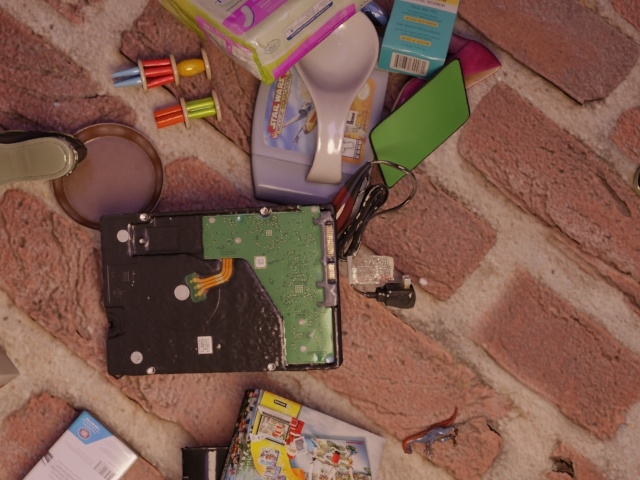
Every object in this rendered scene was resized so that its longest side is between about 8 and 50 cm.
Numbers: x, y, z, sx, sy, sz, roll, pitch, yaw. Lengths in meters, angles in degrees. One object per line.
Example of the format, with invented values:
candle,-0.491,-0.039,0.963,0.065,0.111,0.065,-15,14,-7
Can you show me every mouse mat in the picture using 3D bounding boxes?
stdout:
mouse mat,0.155,-0.177,1.436,0.190,0.152,0.007,-41,56,-10

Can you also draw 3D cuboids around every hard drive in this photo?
hard drive,-0.141,0.071,1.346,0.339,0.064,0.236,-3,91,9

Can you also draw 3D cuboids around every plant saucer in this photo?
plant saucer,-0.320,-0.093,1.419,0.169,0.029,0.168,1,82,-7

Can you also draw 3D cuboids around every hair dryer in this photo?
hair dryer,0.000,0.000,1.403,0.294,0.080,0.223,-3,90,3

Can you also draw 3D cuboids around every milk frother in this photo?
milk frother,-0.123,0.358,1.325,0.143,0.129,0.134,-1,78,-1

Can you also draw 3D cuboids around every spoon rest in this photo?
spoon rest,0.017,-0.227,1.400,0.137,0.084,0.276,3,82,-7

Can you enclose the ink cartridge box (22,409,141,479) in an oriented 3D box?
ink cartridge box,-0.355,0.342,1.333,0.104,0.060,0.180,41,79,0

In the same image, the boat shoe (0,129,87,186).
boat shoe,-0.456,-0.121,1.379,0.228,0.068,0.081,1,105,14

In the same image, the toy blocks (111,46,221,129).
toy blocks,-0.236,-0.224,1.435,0.148,0.054,0.123,-13,83,-9

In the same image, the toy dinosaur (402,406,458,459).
toy dinosaur,0.166,0.299,1.425,0.082,0.047,0.090,5,48,3

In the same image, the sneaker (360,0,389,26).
sneaker,0.038,-0.362,1.491,0.144,0.053,0.059,19,79,5

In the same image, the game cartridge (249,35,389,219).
game cartridge,-0.005,-0.194,1.461,0.198,0.062,0.297,12,80,-9

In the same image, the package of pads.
package of pads,-0.098,-0.382,1.396,0.229,0.101,0.296,-41,57,-11

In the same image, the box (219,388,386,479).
box,-0.023,0.321,1.322,0.233,0.044,0.159,28,67,-29

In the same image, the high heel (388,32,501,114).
high heel,0.186,-0.218,1.475,0.117,0.082,0.244,30,69,3

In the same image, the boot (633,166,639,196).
boot,0.629,-0.084,1.454,0.236,0.178,0.085,16,80,-5

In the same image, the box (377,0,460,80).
box,0.166,-0.368,1.463,0.101,0.060,0.244,14,64,3

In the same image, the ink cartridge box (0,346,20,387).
ink cartridge box,-0.565,0.189,1.275,0.233,0.171,0.168,-38,89,-10
